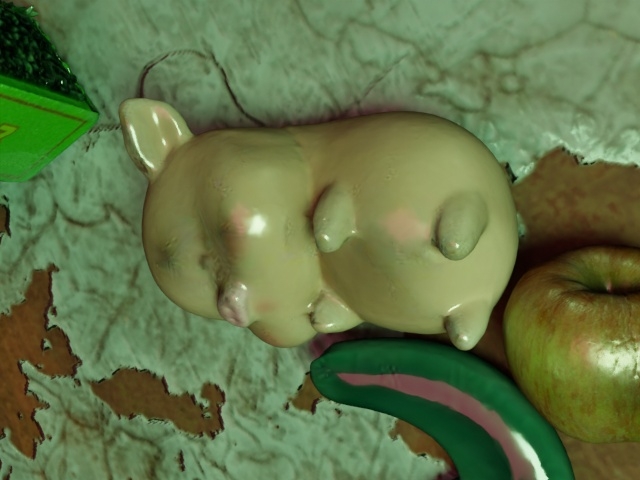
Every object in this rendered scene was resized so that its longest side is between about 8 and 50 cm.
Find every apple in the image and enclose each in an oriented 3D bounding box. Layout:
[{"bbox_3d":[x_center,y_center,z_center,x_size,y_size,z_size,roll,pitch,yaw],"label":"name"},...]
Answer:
[{"bbox_3d":[0.170,0.062,0.614,0.126,0.126,0.102,9,122,22],"label":"apple"}]

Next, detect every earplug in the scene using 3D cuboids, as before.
[{"bbox_3d":[0.069,0.225,0.647,0.164,0.280,0.257,-4,130,43],"label":"earplug"}]

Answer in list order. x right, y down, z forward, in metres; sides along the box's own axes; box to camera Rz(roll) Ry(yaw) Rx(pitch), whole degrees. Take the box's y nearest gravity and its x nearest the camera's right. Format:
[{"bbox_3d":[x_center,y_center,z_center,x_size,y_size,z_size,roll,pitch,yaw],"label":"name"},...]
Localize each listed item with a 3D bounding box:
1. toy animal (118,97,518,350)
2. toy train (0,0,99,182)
[{"bbox_3d":[0.000,-0.012,0.661,0.250,0.154,0.166,3,118,18],"label":"toy animal"},{"bbox_3d":[-0.285,-0.089,0.733,0.188,0.243,0.132,-38,79,12],"label":"toy train"}]
